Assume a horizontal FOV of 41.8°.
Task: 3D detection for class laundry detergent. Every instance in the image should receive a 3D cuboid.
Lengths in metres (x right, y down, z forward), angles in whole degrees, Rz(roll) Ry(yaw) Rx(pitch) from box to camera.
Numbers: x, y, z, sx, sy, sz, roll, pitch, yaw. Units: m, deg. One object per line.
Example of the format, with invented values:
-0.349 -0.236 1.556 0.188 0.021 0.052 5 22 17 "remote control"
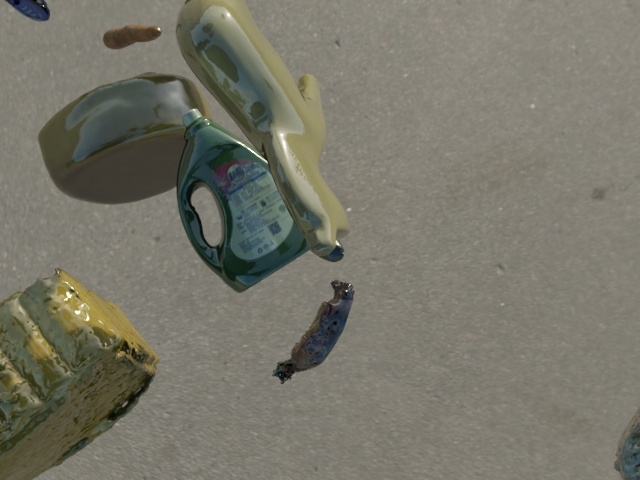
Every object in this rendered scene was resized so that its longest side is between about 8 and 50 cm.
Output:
-0.106 -0.053 0.974 0.137 0.063 0.211 -33 91 -2 "laundry detergent"

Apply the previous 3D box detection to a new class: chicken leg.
-0.015 0.170 1.420 0.051 0.253 0.106 28 33 -13 "chicken leg"

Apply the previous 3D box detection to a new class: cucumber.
0.000 0.000 1.253 0.048 0.105 0.048 -17 128 -24 "cucumber"

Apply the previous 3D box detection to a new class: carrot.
-0.311 -0.340 1.388 0.035 0.165 0.036 -3 95 -44 "carrot"

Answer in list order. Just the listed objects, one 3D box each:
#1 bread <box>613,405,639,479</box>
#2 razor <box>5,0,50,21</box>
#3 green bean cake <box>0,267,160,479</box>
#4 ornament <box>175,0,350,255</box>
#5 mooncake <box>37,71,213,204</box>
0.352 0.060 0.622 0.102 0.337 0.183 39 26 21 "bread"
-0.495 -0.382 1.112 0.324 0.093 0.056 22 61 -51 "razor"
-0.290 0.145 0.839 0.224 0.230 0.131 -38 76 -9 "green bean cake"
-0.042 -0.114 0.733 0.230 0.061 0.245 52 20 -29 "ornament"
-0.269 -0.138 1.150 0.234 0.235 0.117 -13 76 -24 "mooncake"
